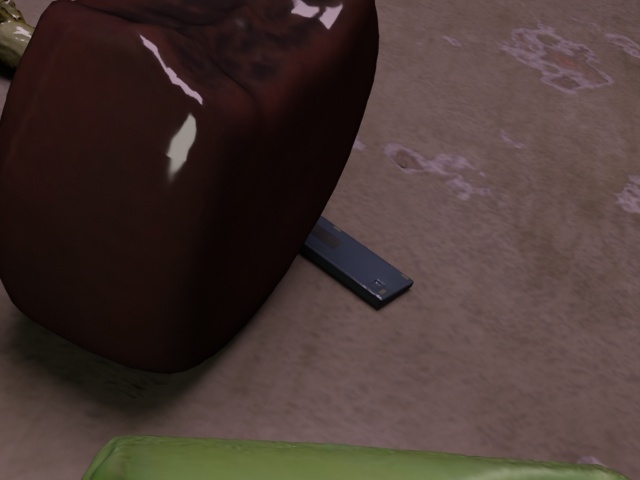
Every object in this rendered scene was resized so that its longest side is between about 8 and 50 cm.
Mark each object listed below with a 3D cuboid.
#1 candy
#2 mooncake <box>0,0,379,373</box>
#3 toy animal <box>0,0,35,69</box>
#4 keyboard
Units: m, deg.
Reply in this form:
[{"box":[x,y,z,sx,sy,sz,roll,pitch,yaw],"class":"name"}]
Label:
[{"box":[0.032,0.188,0.543,0.343,0.132,0.142,7,20,-18],"class":"candy"},{"box":[-0.092,-0.074,0.693,0.174,0.334,0.326,27,75,14],"class":"mooncake"},{"box":[-0.266,-0.184,0.958,0.181,0.073,0.136,24,0,7],"class":"toy animal"},{"box":[0.001,-0.001,0.891,0.176,0.014,0.055,36,37,22],"class":"keyboard"}]
